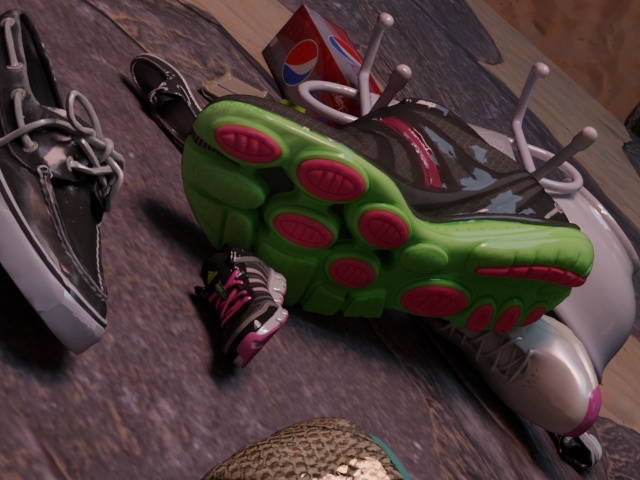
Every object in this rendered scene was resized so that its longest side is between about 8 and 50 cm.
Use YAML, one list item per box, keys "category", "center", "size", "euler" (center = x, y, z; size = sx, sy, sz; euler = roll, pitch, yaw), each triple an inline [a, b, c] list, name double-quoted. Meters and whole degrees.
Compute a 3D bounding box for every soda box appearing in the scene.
- category: "soda box"
  center: [0.017, -0.183, 1.785]
  size: [0.083, 0.092, 0.263]
  euler: [27, 26, -39]

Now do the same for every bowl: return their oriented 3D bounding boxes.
- category: "bowl"
  center: [0.287, 0.020, 1.703]
  size: [0.298, 0.134, 0.298]
  euler: [53, -2, 2]

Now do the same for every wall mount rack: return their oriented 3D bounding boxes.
- category: "wall mount rack"
  center: [0.156, -0.145, 1.566]
  size: [0.350, 0.130, 0.304]
  euler: [16, 22, -8]

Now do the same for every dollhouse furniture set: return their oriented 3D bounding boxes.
- category: "dollhouse furniture set"
  center: [-0.069, -0.131, 1.618]
  size: [0.151, 0.058, 0.076]
  euler: [27, 26, 9]

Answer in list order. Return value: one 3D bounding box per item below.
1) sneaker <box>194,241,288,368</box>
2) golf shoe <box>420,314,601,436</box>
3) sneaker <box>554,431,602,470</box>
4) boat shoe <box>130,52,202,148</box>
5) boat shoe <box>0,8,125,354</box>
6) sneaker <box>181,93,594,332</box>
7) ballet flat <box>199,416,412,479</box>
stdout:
- category: "sneaker"
  center: [-0.072, 0.049, 1.195]
  size: [0.075, 0.063, 0.170]
  euler: [40, 15, -12]
- category: "golf shoe"
  center: [0.177, 0.098, 1.542]
  size: [0.140, 0.115, 0.306]
  euler: [9, 32, -45]
- category: "sneaker"
  center: [0.274, 0.214, 1.578]
  size: [0.098, 0.038, 0.069]
  euler: [47, 19, 7]
- category: "boat shoe"
  center: [-0.153, -0.138, 1.437]
  size: [0.125, 0.046, 0.038]
  euler: [55, 16, 4]
- category: "boat shoe"
  center: [-0.201, -0.055, 1.045]
  size: [0.306, 0.105, 0.113]
  euler: [60, 1, 40]
- category: "sneaker"
  center: [0.056, -0.041, 1.390]
  size: [0.483, 0.185, 0.202]
  euler: [18, 37, -39]
- category: "ballet flat"
  center: [0.073, 0.311, 0.867]
  size: [0.182, 0.164, 0.483]
  euler: [-12, 50, -41]
